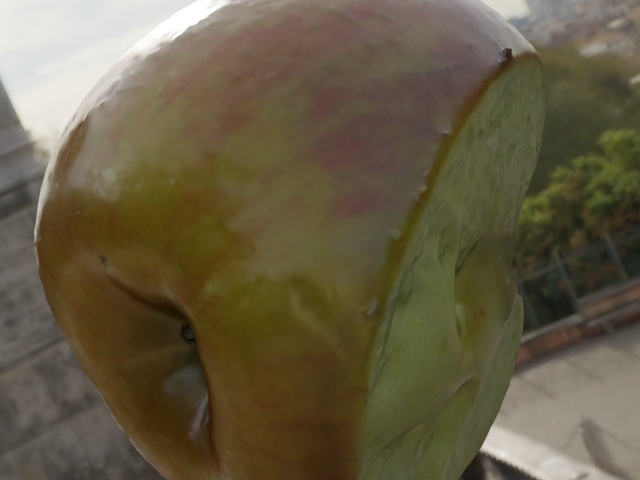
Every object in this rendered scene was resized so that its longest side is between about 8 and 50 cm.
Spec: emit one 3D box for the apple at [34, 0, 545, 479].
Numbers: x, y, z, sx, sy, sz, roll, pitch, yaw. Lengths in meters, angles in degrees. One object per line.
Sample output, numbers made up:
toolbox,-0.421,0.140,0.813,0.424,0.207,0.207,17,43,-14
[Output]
apple,0.000,0.000,0.450,0.173,0.195,0.160,-31,49,-33
